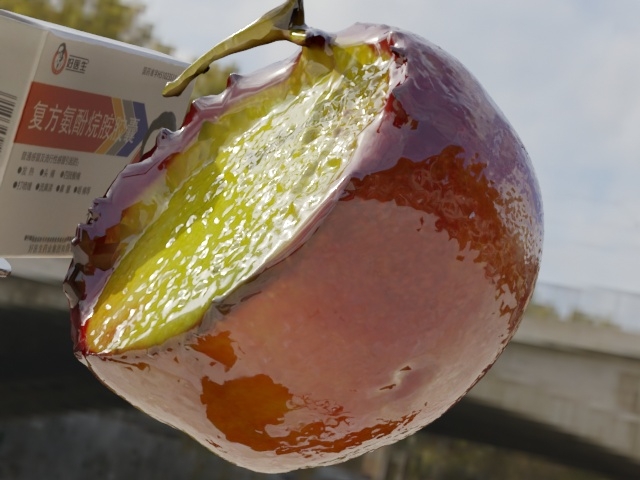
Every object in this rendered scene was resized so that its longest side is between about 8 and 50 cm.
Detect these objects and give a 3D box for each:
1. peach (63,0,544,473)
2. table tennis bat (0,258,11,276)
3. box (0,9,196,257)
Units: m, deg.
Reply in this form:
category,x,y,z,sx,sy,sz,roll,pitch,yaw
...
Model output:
category,x,y,z,sx,sy,sz,roll,pitch,yaw
peach,0.001,0.016,1.535,0.406,0.335,0.310,-40,-51,20
table tennis bat,-0.422,-0.028,1.789,0.274,0.021,0.154,27,3,-23
box,-0.236,-0.092,1.787,0.069,0.214,0.353,19,5,16
